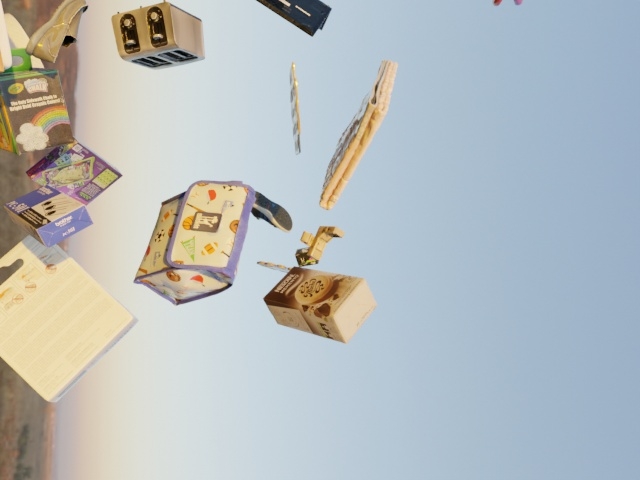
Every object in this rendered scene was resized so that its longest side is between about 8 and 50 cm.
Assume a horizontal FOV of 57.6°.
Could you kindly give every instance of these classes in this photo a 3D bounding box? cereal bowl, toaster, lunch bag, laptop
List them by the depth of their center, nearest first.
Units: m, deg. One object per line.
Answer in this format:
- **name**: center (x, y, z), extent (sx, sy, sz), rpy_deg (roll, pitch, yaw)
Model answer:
- **toaster**: center (-0.388, -0.498, 1.426), extent (0.186, 0.168, 0.110), rpy_deg (-16, 101, -71)
- **laptop**: center (-0.104, -0.630, 1.579), extent (0.136, 0.234, 0.264), rpy_deg (-51, -169, 47)
- **lunch bag**: center (-0.380, -0.001, 1.844), extent (0.386, 0.239, 0.327), rpy_deg (-14, -126, 40)
- **cereal bowl**: center (-1.087, -0.613, 2.059), extent (0.339, 0.141, 0.338), rpy_deg (44, -28, 31)

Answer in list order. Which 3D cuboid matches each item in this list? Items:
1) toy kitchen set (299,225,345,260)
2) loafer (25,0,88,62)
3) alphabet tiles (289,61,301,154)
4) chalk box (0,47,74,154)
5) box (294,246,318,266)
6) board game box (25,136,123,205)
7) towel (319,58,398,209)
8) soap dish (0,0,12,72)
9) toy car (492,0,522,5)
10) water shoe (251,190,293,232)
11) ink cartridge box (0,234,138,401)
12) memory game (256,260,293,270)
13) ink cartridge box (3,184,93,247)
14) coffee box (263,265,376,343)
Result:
- **toy kitchen set**: center (0.000, 0.000, 1.450), extent (0.075, 0.068, 0.083), rpy_deg (2, -115, 55)
- **loafer**: center (-0.723, -0.588, 1.636), extent (0.094, 0.087, 0.251), rpy_deg (-19, -140, 53)
- **alphabet tiles**: center (-0.086, -0.433, 1.956), extent (0.342, 0.011, 0.284), rpy_deg (-130, -145, -82)
- **chalk box**: center (-0.888, -0.423, 1.741), extent (0.179, 0.180, 0.288), rpy_deg (17, -60, 41)
- **box**: center (-0.052, 0.064, 2.324), extent (0.052, 0.083, 0.062), rpy_deg (-72, 147, -62)
- **board game box**: center (-0.902, -0.247, 2.163), extent (0.056, 0.208, 0.347), rpy_deg (45, -5, 14)
- **towel**: center (0.095, -0.280, 1.504), extent (0.317, 0.054, 0.331), rpy_deg (-60, -173, 37)
- **soap dish**: center (-0.877, -0.545, 1.414), extent (0.229, 0.118, 0.290), rpy_deg (4, -76, 35)
- **toy car**: center (0.457, -0.632, 1.392), extent (0.159, 0.182, 0.136), rpy_deg (-66, 150, -48)
- **water shoe**: center (-0.183, -0.097, 2.012), extent (0.080, 0.203, 0.073), rpy_deg (-25, -150, 51)
- **ink cartridge box**: center (-0.757, 0.203, 1.615), extent (0.385, 0.308, 0.091), rpy_deg (42, -16, 5)
- **memory game**: center (-0.133, 0.098, 2.032), extent (0.186, 0.186, 0.012), rpy_deg (-4, -110, 66)
- **ink cartridge box**: center (-0.539, -0.052, 1.146), extent (0.207, 0.097, 0.046), rpy_deg (20, -45, 44)
- **coffee box**: center (-0.005, 0.188, 1.767), extent (0.297, 0.168, 0.118), rpy_deg (7, -47, 42)
